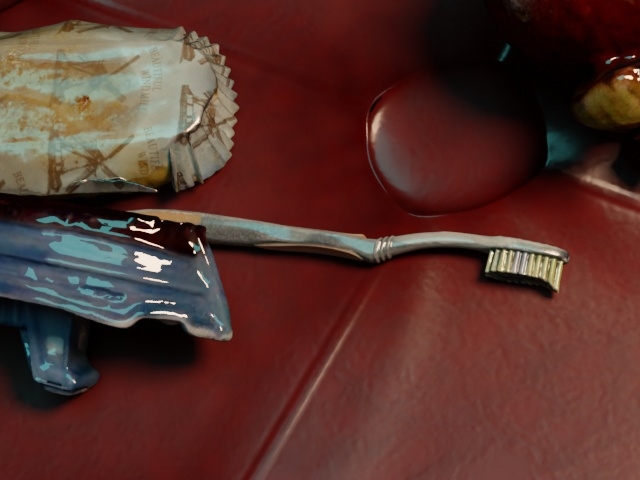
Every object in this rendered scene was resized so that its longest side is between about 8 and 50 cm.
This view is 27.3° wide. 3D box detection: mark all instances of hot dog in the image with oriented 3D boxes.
[{"bbox_3d":[-0.203,-0.103,1.082,0.270,0.082,0.162,-2,70,3],"label":"hot dog"}]

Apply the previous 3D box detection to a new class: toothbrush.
[{"bbox_3d":[0.000,0.000,1.007,0.375,0.028,0.037,7,71,16],"label":"toothbrush"}]

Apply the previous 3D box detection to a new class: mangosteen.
[{"bbox_3d":[0.225,-0.177,0.959,0.215,0.215,0.257,-7,80,9],"label":"mangosteen"}]

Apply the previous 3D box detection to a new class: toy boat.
[{"bbox_3d":[-0.210,0.039,0.987,0.309,0.129,0.142,8,93,15],"label":"toy boat"}]
